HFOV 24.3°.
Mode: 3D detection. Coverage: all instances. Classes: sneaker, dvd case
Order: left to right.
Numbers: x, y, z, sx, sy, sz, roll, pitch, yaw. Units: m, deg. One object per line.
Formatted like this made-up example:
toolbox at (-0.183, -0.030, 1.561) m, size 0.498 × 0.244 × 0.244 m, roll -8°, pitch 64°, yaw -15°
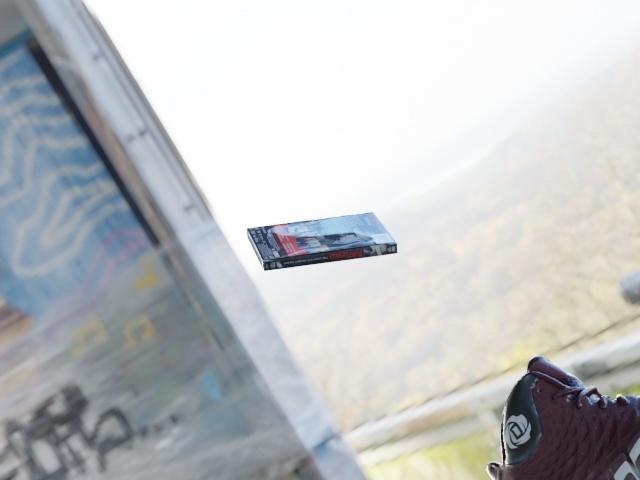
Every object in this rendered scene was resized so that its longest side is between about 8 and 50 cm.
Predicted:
dvd case at (0.000, 0.000, 1.313) m, size 0.119 × 0.013 × 0.087 m, roll -9°, pitch 21°, yaw -10°
sneaker at (0.239, 0.127, 1.171) m, size 0.281 × 0.162 × 0.106 m, roll -42°, pitch -38°, yaw 12°
